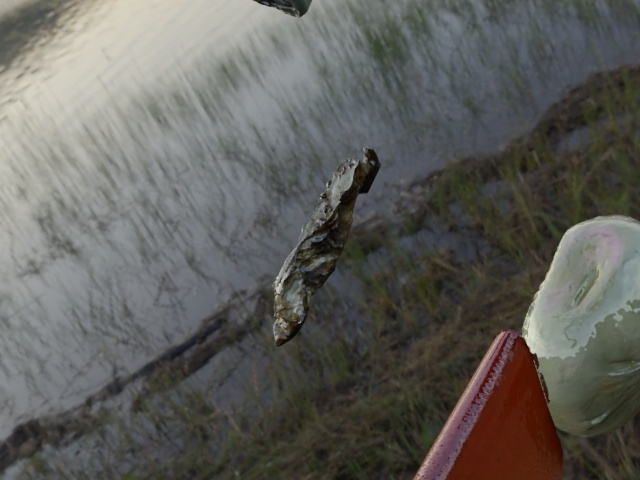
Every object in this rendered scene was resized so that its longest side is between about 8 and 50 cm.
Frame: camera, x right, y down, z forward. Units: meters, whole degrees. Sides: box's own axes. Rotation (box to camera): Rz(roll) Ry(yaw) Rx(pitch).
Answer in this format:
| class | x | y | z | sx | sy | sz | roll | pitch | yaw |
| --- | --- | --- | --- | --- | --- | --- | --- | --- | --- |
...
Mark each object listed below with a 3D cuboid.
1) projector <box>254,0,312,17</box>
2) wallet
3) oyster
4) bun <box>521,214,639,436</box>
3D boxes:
| class | x | y | z | sx | sy | sz | roll | pitch | yaw |
| --- | --- | --- | --- | --- | --- | --- | --- | --- | --- |
| projector | 0.026 | -0.317 | 0.600 | 0.337 | 0.108 | 0.108 | -60 | 26 | 1 |
| wallet | 0.118 | 0.173 | 0.645 | 0.045 | 0.142 | 0.204 | -9 | 21 | 32 |
| oyster | 0.001 | 0.000 | 0.594 | 0.132 | 0.029 | 0.086 | -61 | 4 | 15 |
| bun | 0.446 | 0.140 | 1.420 | 0.213 | 0.361 | 0.361 | 19 | 48 | 28 |
